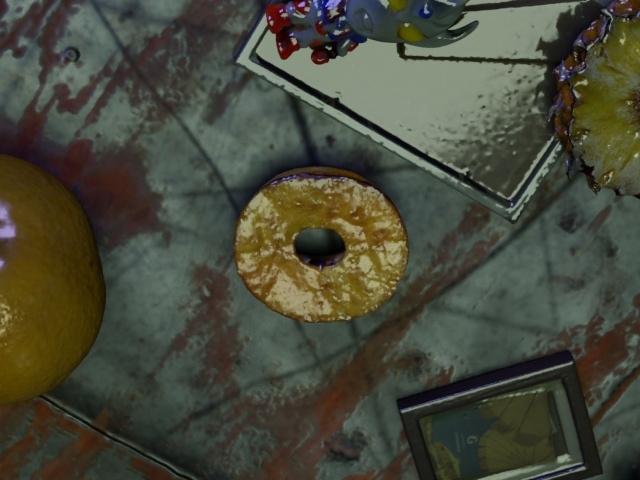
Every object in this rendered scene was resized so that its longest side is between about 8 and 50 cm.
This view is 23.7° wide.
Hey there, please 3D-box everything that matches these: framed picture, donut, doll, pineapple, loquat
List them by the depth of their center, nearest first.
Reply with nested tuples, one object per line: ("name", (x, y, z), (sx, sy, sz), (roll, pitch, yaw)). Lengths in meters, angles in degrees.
("doll", (0.053, -0.194, 1.235), (0.194, 0.062, 0.104), (-13, 110, 9))
("loquat", (-0.277, 0.032, 1.250), (0.208, 0.208, 0.208), (-1, 112, -3))
("framed picture", (0.103, -0.168, 1.290), (0.289, 0.016, 0.213), (28, 107, -13))
("pineapple", (0.289, -0.131, 1.291), (0.221, 0.047, 0.221), (-6, 118, -12))
("donut", (0.000, 0.000, 1.327), (0.151, 0.058, 0.152), (-1, 111, -2))
("framed picture", (0.169, 0.184, 1.428), (0.168, 0.023, 0.128), (-16, 111, 3))
